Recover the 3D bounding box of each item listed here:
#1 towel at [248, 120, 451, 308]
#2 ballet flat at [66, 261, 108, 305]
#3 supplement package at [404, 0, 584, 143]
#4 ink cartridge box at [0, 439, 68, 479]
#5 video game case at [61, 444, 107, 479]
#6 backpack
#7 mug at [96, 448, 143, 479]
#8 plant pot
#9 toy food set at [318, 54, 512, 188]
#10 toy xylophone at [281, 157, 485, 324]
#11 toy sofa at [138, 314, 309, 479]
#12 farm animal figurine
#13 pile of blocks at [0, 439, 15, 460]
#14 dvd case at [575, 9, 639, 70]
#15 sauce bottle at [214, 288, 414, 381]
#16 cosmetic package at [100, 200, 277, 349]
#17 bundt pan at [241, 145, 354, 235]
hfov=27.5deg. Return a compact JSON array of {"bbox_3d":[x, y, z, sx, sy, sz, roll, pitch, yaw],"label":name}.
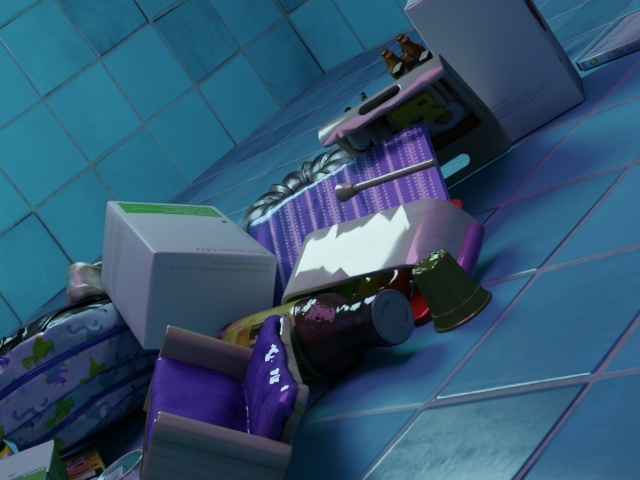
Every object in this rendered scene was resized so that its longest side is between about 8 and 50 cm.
[{"bbox_3d":[0.046,-0.007,1.948,0.336,0.040,0.243,-30,51,20],"label":"towel"},{"bbox_3d":[-0.346,0.089,2.406,0.107,0.106,0.316,-32,-24,23],"label":"ballet flat"},{"bbox_3d":[0.297,-0.333,2.221,0.175,0.293,0.177,-31,13,19],"label":"supplement package"},{"bbox_3d":[-0.404,0.341,1.759,0.109,0.062,0.209,-20,9,-6],"label":"ink cartridge box"},{"bbox_3d":[-0.433,0.386,1.873,0.275,0.035,0.248,-22,9,-13],"label":"video game case"},{"bbox_3d":[-0.398,0.215,2.112,0.290,0.273,0.355,-27,-17,18],"label":"backpack"},{"bbox_3d":[-0.206,0.308,1.568,0.157,0.097,0.129,-25,15,40],"label":"mug"},{"bbox_3d":[0.155,0.056,1.611,0.083,0.079,0.083,-33,11,7],"label":"plant pot"},{"bbox_3d":[0.157,-0.157,2.070,0.219,0.092,0.306,-31,-29,15],"label":"toy food set"},{"bbox_3d":[0.081,0.010,1.793,0.322,0.081,0.236,-8,46,46],"label":"toy xylophone"},{"bbox_3d":[-0.120,0.188,1.508,0.362,0.150,0.177,-113,39,-77],"label":"toy sofa"},{"bbox_3d":[0.251,-0.308,2.604,0.330,0.172,0.327,-7,42,51],"label":"farm animal figurine"},{"bbox_3d":[-0.590,0.373,2.235,0.112,0.149,0.362,-38,13,-16],"label":"pile of blocks"},{"bbox_3d":[0.583,-0.380,2.279,0.180,0.022,0.253,-43,14,-32],"label":"dvd case"},{"bbox_3d":[-0.014,0.127,1.716,0.344,0.111,0.111,-23,17,50],"label":"sauce bottle"},{"bbox_3d":[-0.214,0.050,2.040,0.197,0.155,0.365,3,11,-22],"label":"cosmetic package"},{"bbox_3d":[-0.017,-0.066,2.448,0.331,0.124,0.331,-34,13,9],"label":"bundt pan"}]
